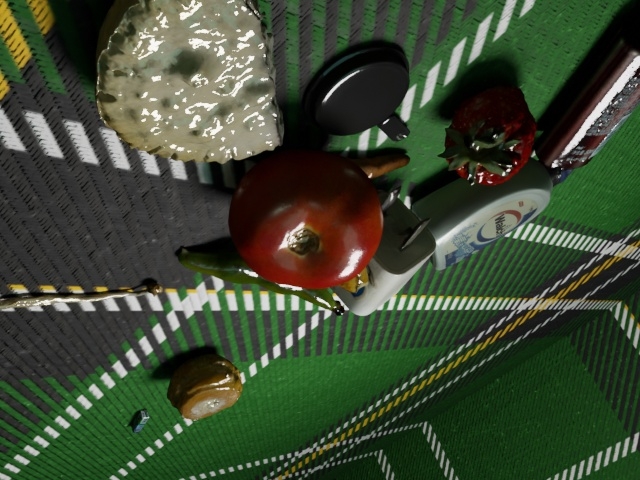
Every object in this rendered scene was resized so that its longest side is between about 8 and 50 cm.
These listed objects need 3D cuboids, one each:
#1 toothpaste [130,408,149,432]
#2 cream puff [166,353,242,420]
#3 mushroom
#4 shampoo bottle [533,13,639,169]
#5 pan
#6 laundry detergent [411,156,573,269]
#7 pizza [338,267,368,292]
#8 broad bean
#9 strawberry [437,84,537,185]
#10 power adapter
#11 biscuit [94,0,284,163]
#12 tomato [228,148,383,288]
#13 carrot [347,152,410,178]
[{"bbox_3d":[-0.385,0.385,1.562,0.017,0.020,0.083,-4,148,-33],"label":"toothpaste"},{"bbox_3d":[-0.223,0.273,1.401,0.143,0.103,0.126,-25,143,-4],"label":"cream puff"},{"bbox_3d":[-0.344,0.079,0.992,0.286,0.026,0.028,-4,132,-38],"label":"mushroom"},{"bbox_3d":[0.437,-0.235,1.072,0.129,0.084,0.323,-17,153,-25],"label":"shampoo bottle"},{"bbox_3d":[0.069,-0.161,0.910,0.136,0.028,0.235,-33,155,16],"label":"pan"},{"bbox_3d":[0.300,-0.064,1.253,0.280,0.105,0.215,-28,156,0],"label":"laundry detergent"},{"bbox_3d":[0.001,0.000,1.070,0.134,0.175,0.046,-1,-144,47],"label":"pizza"},{"bbox_3d":[-0.075,0.053,1.099,0.297,0.043,0.060,20,116,-28],"label":"broad bean"},{"bbox_3d":[0.237,-0.153,1.017,0.131,0.148,0.131,10,136,10],"label":"strawberry"},{"bbox_3d":[0.096,0.002,1.123,0.125,0.130,0.205,-31,163,-37],"label":"power adapter"},{"bbox_3d":[-0.117,-0.146,0.686,0.179,0.084,0.281,-26,157,-2],"label":"biscuit"},{"bbox_3d":[-0.018,-0.029,0.927,0.195,0.136,0.195,0,125,0],"label":"tomato"},{"bbox_3d":[0.066,-0.101,1.025,0.165,0.036,0.036,-12,152,-35],"label":"carrot"}]
